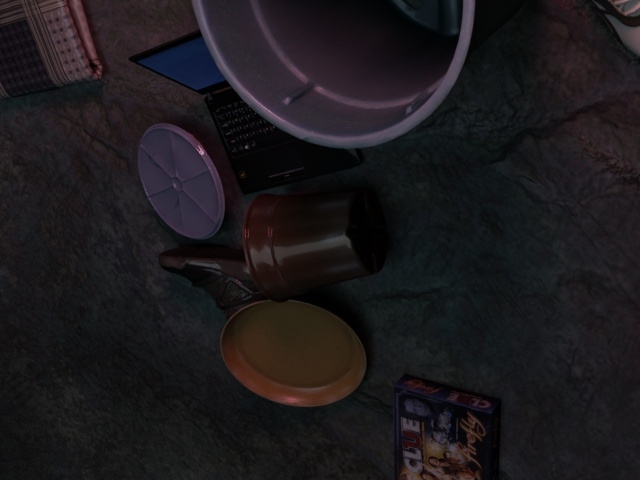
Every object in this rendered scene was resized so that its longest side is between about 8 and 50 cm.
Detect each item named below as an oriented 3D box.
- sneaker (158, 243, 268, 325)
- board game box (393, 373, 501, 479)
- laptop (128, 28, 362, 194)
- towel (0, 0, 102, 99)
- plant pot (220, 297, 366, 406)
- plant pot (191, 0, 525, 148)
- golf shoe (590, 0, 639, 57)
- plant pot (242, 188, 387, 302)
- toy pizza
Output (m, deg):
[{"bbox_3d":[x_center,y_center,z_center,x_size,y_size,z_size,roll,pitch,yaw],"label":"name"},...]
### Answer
[{"bbox_3d":[-0.168,0.076,1.736,0.228,0.087,0.130,8,110,24],"label":"sneaker"},{"bbox_3d":[0.196,0.340,1.659,0.165,0.042,0.243,12,119,29],"label":"board game box"},{"bbox_3d":[-0.107,-0.187,1.534,0.234,0.136,0.264,-11,106,37],"label":"laptop"},{"bbox_3d":[-0.519,-0.402,1.762,0.312,0.056,0.324,-3,113,37],"label":"towel"},{"bbox_3d":[-0.041,0.174,1.692,0.236,0.032,0.236,6,129,8],"label":"plant pot"},{"bbox_3d":[0.082,-0.319,1.217,0.341,0.334,0.341,14,120,26],"label":"plant pot"},{"bbox_3d":[0.338,-0.289,1.205,0.273,0.120,0.105,50,128,0],"label":"golf shoe"},{"bbox_3d":[0.000,0.000,1.552,0.165,0.167,0.167,-9,108,28],"label":"plant pot"},{"bbox_3d":[-0.220,-0.097,1.710,0.201,0.032,0.201,25,130,34],"label":"toy pizza"}]
